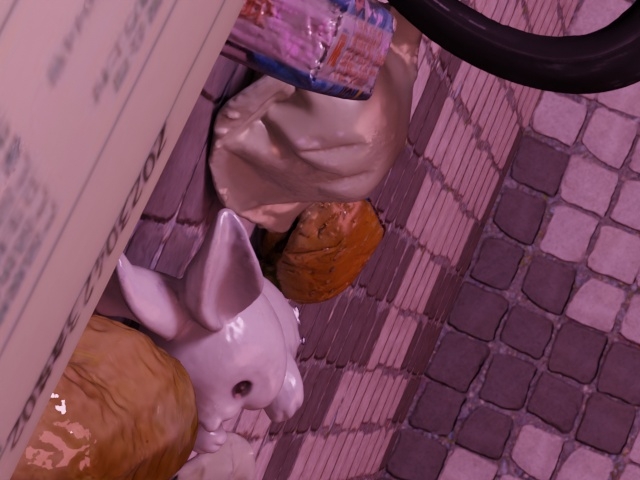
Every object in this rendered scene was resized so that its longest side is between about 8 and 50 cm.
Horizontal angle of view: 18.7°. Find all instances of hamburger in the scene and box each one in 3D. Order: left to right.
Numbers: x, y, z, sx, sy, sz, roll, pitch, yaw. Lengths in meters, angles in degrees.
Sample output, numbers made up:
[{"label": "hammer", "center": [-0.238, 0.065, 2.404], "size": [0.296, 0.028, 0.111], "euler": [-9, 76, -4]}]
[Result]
[{"label": "hamburger", "center": [-0.002, 0.007, 1.549], "size": [0.176, 0.087, 0.102], "euler": [77, 35, -77]}]

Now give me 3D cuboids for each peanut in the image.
[{"label": "peanut", "center": [-0.134, 0.095, 1.050], "size": [0.226, 0.095, 0.108], "euler": [-8, 91, -72]}]

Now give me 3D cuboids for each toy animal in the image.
[{"label": "toy animal", "center": [-0.074, 0.064, 1.222], "size": [0.221, 0.103, 0.131], "euler": [47, 37, -78]}]

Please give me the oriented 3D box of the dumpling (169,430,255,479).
[{"label": "dumpling", "center": [-0.099, 0.315, 1.464], "size": [0.243, 0.187, 0.318], "euler": [127, -39, -55]}]

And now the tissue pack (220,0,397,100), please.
[{"label": "tissue pack", "center": [-0.027, -0.126, 1.061], "size": [0.065, 0.115, 0.155], "euler": [-66, 171, 5]}]

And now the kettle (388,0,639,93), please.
[{"label": "kettle", "center": [0.140, -0.235, 1.204], "size": [0.207, 0.290, 0.268], "euler": [-16, 129, -78]}]

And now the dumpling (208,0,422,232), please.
[{"label": "dumpling", "center": [-0.010, -0.083, 1.308], "size": [0.155, 0.111, 0.181], "euler": [4, 104, -47]}]

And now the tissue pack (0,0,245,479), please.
[{"label": "tissue pack", "center": [-0.148, -0.045, 0.353], "size": [0.297, 0.207, 0.380], "euler": [79, 34, -69]}]
